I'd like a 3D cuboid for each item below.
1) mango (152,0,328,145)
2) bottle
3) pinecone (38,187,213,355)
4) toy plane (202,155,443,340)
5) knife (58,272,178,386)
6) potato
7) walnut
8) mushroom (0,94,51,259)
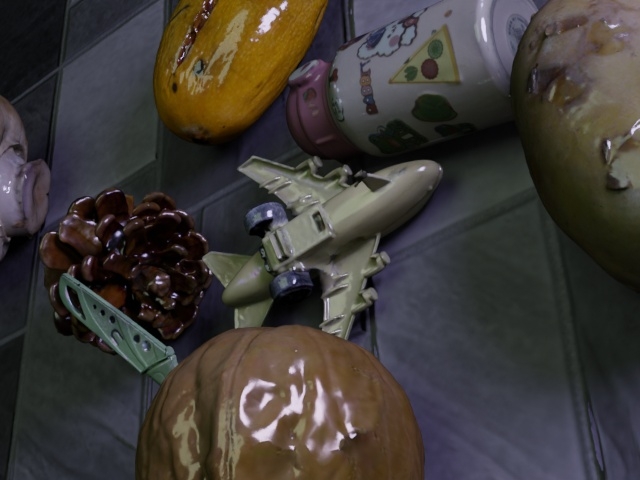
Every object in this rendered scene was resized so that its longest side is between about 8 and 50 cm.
[{"bbox_3d":[-0.085,-0.240,1.226,0.177,0.120,0.295,15,77,46],"label":"mango"},{"bbox_3d":[0.075,-0.139,1.003,0.253,0.120,0.121,-14,57,39],"label":"bottle"},{"bbox_3d":[-0.202,0.031,1.156,0.195,0.150,0.179,21,77,45],"label":"pinecone"},{"bbox_3d":[0.000,0.000,1.019,0.256,0.104,0.242,-39,59,31],"label":"toy plane"},{"bbox_3d":[-0.142,0.121,1.035,0.293,0.020,0.043,36,115,20],"label":"knife"},{"bbox_3d":[0.223,-0.079,0.797,0.165,0.165,0.262,-40,49,20],"label":"potato"},{"bbox_3d":[-0.031,0.176,0.855,0.228,0.228,0.228,-24,51,33],"label":"walnut"},{"bbox_3d":[-0.445,-0.081,1.430,0.184,0.255,0.255,9,69,11],"label":"mushroom"}]
